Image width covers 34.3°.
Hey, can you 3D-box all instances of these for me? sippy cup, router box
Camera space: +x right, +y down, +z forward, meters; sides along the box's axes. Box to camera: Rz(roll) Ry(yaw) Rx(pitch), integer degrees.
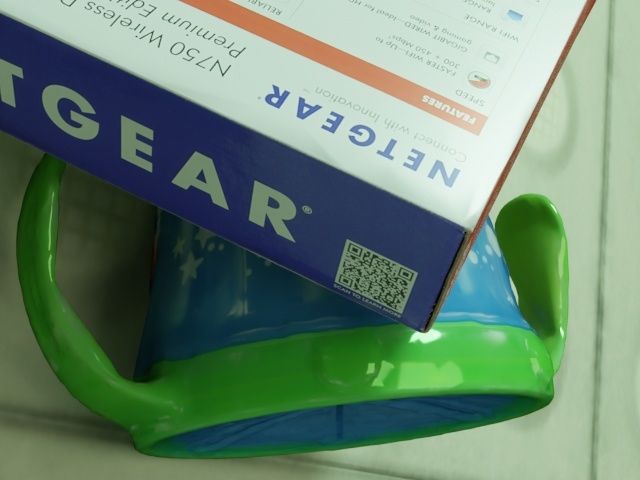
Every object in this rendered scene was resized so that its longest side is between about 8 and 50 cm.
[{"bbox_3d":[0.000,0.000,0.602,0.305,0.240,0.224,27,52,-63],"label":"sippy cup"},{"bbox_3d":[-0.033,-0.155,0.521,0.301,0.336,0.082,-58,169,-34],"label":"router box"}]
